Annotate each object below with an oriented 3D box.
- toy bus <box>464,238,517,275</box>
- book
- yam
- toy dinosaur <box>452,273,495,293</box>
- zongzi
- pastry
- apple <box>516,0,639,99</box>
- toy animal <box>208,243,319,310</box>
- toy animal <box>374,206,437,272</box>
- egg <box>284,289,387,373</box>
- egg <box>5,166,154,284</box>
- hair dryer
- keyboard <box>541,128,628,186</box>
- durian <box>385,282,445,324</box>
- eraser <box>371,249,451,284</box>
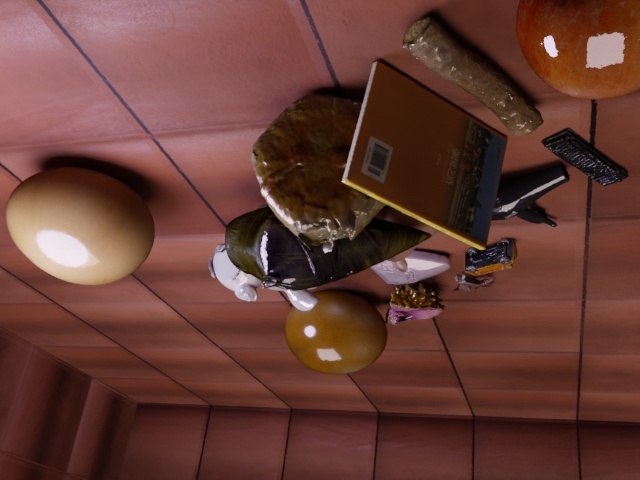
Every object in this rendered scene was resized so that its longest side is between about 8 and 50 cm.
[{"bbox_3d":[0.487,0.052,1.959,0.074,0.069,0.162,29,147,-36],"label":"toy bus"},{"bbox_3d":[0.224,-0.166,1.405,0.374,0.262,0.028,24,161,-28],"label":"book"},{"bbox_3d":[0.296,-0.304,1.324,0.357,0.081,0.081,29,146,-33],"label":"yam"},{"bbox_3d":[0.471,0.134,2.163,0.108,0.032,0.220,16,161,-23],"label":"toy dinosaur"},{"bbox_3d":[0.000,0.000,1.746,0.433,0.207,0.403,-6,-174,-24],"label":"zongzi"},{"bbox_3d":[0.018,-0.153,1.448,0.330,0.329,0.136,0,167,14],"label":"pastry"},{"bbox_3d":[0.429,-0.346,1.056,0.254,0.253,0.253,6,152,3],"label":"apple"},{"bbox_3d":[-0.150,0.079,2.025,0.310,0.247,0.182,16,119,-42],"label":"toy animal"},{"bbox_3d":[0.220,-0.038,1.790,0.165,0.149,0.248,31,136,-8],"label":"toy animal"},{"bbox_3d":[0.052,0.307,2.328,0.352,0.282,0.282,7,153,-16],"label":"egg"},{"bbox_3d":[-0.625,-0.038,1.820,0.374,0.300,0.301,20,150,-13],"label":"egg"},{"bbox_3d":[0.531,-0.093,1.701,0.236,0.091,0.272,-27,150,33],"label":"hair dryer"},{"bbox_3d":[0.592,-0.178,1.547,0.231,0.023,0.072,25,150,-30],"label":"keyboard"},{"bbox_3d":[0.301,0.202,2.261,0.191,0.112,0.341,-12,164,1],"label":"durian"},{"bbox_3d":[0.271,0.083,2.081,0.244,0.059,0.204,-6,150,32],"label":"eraser"}]
